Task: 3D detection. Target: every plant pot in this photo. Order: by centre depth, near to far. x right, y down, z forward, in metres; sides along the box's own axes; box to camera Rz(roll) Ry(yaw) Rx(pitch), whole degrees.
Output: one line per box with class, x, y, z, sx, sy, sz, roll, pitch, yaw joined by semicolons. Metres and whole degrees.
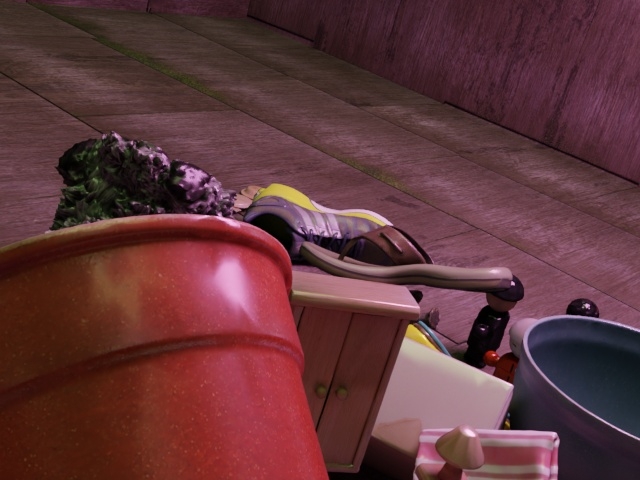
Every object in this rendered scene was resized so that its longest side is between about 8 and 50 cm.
plant pot;-0.099;0.170;0.507;0.272;0.272;0.265;-2;59;-38
plant pot;0.340;0.242;1.031;0.292;0.196;0.293;14;21;-5

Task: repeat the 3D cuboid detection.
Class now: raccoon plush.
raccoon plush;-0.221;0.068;1.196;0.216;0.299;0.446;12;-16;34

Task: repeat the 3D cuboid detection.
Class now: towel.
towel;0.141;0.265;0.832;0.144;0.197;0.029;-7;-34;33

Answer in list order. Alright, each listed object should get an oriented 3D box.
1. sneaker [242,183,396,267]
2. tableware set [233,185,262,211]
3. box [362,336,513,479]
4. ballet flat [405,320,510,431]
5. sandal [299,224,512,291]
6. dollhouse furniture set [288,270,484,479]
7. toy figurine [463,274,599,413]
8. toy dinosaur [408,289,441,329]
sneaker;0.000;0.000;1.543;0.299;0.111;0.121;16;31;16
tableware set;-0.108;-0.070;1.725;0.141;0.020;0.168;20;23;16
box;0.049;0.172;1.024;0.311;0.148;0.121;22;67;18
ballet flat;0.163;0.195;1.155;0.231;0.077;0.077;46;-5;-27
sandal;0.121;0.023;1.291;0.302;0.086;0.120;5;1;11
dollhouse furniture set;0.025;0.178;0.642;0.303;0.174;0.355;8;22;-19
toy figurine;0.326;0.155;1.300;0.209;0.148;0.213;12;21;-9
toy dinosaur;0.054;0.122;1.210;0.160;0.121;0.313;2;0;43
